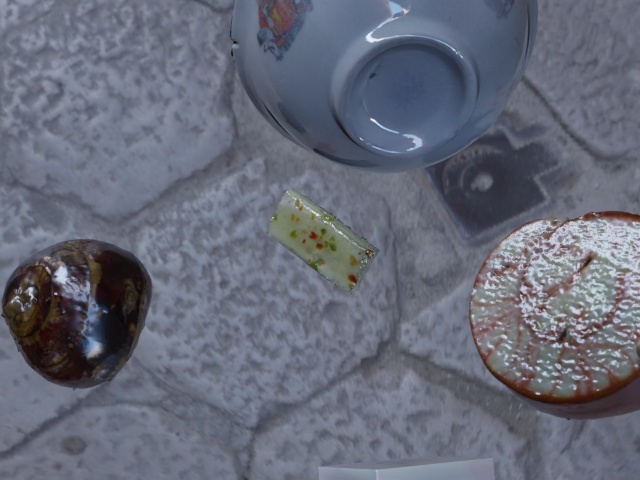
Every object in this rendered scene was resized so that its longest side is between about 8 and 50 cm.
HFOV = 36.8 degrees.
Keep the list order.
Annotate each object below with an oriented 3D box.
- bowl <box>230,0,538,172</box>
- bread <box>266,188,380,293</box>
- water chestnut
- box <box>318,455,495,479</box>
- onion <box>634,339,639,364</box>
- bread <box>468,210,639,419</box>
[{"bbox_3d":[0.080,-0.185,1.015,0.345,0.346,0.157,-12,38,2],"label":"bowl"},{"bbox_3d":[0.000,0.000,1.199,0.153,0.028,0.068,37,112,26],"label":"bread"},{"bbox_3d":[-0.345,0.108,1.425,0.223,0.238,0.224,-20,52,27],"label":"water chestnut"},{"bbox_3d":[0.084,0.244,0.952,0.129,0.130,0.051,1,78,-25],"label":"box"},{"bbox_3d":[0.226,0.000,0.438,0.153,0.177,0.177,-21,67,-14],"label":"onion"},{"bbox_3d":[0.374,0.105,1.360,0.327,0.114,0.295,1,64,40],"label":"bread"}]
